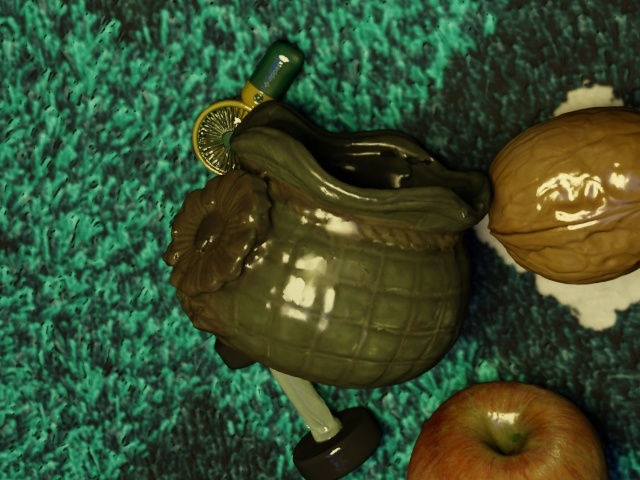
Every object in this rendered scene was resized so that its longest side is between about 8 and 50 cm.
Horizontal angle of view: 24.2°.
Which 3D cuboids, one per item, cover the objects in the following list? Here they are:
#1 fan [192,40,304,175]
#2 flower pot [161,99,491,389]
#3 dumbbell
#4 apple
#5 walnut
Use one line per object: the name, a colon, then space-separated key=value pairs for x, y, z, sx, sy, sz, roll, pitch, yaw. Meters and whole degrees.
fan: x=-0.067 y=-0.135 z=1.512 sx=0.082 sy=0.039 sz=0.155 roll=35 pitch=110 yaw=-3
flower pot: x=0.000 y=0.000 z=1.411 sx=0.301 sy=0.302 sz=0.213 roll=18 pitch=103 yaw=3
dumbbell: x=-0.023 y=0.157 z=1.576 sx=0.100 sy=0.100 sz=0.191 roll=-30 pitch=101 yaw=19
apple: x=0.191 y=0.251 z=1.518 sx=0.211 sy=0.211 sz=0.188 roll=-4 pitch=135 yaw=12
walnut: x=0.258 y=-0.042 z=1.421 sx=0.207 sy=0.167 sz=0.167 roll=-16 pitch=106 yaw=14
